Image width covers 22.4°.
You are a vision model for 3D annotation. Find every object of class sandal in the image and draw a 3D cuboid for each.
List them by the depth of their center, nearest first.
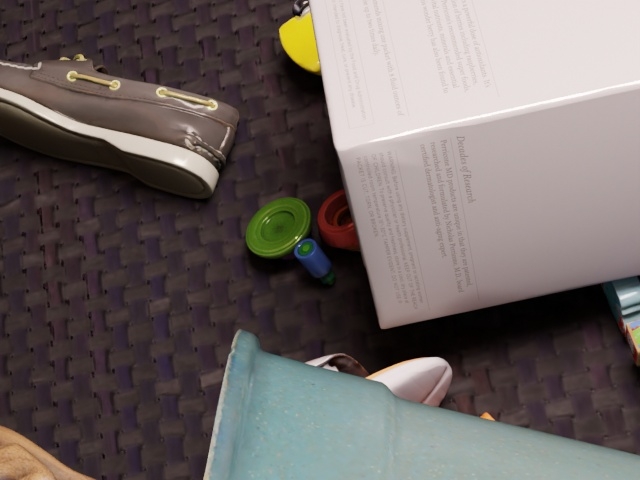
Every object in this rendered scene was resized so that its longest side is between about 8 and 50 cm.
[{"bbox_3d":[-0.041,0.131,1.059,0.265,0.102,0.076,-32,64,3],"label":"sandal"}]

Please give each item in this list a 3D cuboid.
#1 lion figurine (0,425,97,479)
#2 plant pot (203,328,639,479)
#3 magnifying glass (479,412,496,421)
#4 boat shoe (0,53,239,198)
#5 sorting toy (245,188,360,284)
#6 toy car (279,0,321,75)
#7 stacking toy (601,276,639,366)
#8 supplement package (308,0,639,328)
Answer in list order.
[{"bbox_3d":[-0.322,0.226,1.086,0.392,0.142,0.240,-32,34,-15],"label":"lion figurine"},{"bbox_3d":[0.095,0.239,0.850,0.334,0.341,0.341,9,69,0],"label":"plant pot"},{"bbox_3d":[0.032,0.199,1.053,0.231,0.026,0.092,-41,64,-5],"label":"magnifying glass"},{"bbox_3d":[-0.170,-0.098,1.205,0.227,0.081,0.069,19,71,14],"label":"boat shoe"},{"bbox_3d":[0.000,0.000,1.142,0.102,0.042,0.061,-11,49,23],"label":"sorting toy"},{"bbox_3d":[0.090,-0.225,1.200,0.239,0.053,0.225,-6,66,12],"label":"toy car"},{"bbox_3d":[0.210,0.065,1.047,0.167,0.052,0.221,-15,59,1],"label":"stacking toy"},{"bbox_3d":[0.155,-0.087,1.020,0.293,0.175,0.177,-12,47,4],"label":"supplement package"}]
